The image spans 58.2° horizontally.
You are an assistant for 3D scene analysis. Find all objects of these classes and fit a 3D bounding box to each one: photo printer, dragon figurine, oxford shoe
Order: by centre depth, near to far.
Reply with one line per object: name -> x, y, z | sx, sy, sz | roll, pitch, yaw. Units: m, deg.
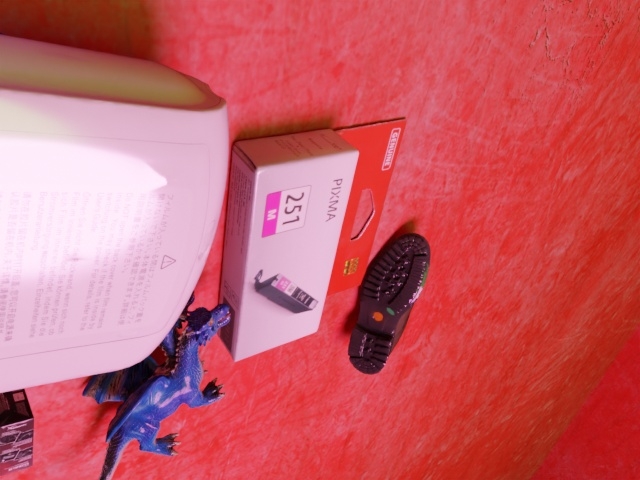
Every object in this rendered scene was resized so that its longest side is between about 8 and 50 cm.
photo printer -> -0.213, -0.010, 0.388 | 0.307, 0.107, 0.256 | -4, 127, -41
dragon figurine -> -0.204, 0.177, 0.643 | 0.289, 0.085, 0.144 | -45, 141, -7
oxford shoe -> 0.107, 0.085, 0.868 | 0.096, 0.082, 0.227 | -30, 145, -62

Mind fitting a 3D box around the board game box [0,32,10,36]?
board game box -> -0.198, -0.071, 0.463 | 0.201, 0.035, 0.136 | 11, 117, -47

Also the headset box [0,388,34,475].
headset box -> -0.311, 0.187, 0.576 | 0.032, 0.062, 0.083 | -7, 129, -38

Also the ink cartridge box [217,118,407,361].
ink cartridge box -> 0.000, 0.000, 0.693 | 0.238, 0.060, 0.275 | -15, 133, -32
